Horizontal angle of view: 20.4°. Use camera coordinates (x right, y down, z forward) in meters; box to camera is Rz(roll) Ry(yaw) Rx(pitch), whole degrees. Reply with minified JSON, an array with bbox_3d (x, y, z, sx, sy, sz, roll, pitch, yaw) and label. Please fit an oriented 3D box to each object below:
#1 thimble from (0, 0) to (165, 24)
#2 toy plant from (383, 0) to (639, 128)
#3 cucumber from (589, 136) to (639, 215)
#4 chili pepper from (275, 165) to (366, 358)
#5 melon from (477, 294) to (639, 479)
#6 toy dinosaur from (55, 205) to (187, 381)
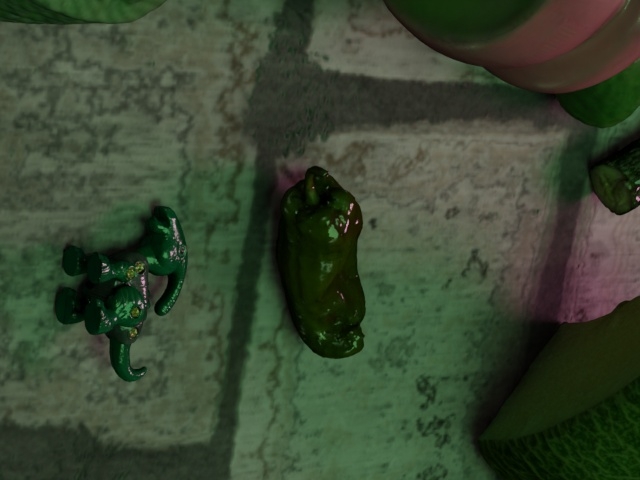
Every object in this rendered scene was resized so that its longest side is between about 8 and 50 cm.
[{"bbox_3d":[-0.165,-0.236,1.085,0.219,0.150,0.219,-6,98,-45],"label":"thimble"},{"bbox_3d":[0.201,-0.240,1.348,0.356,0.211,0.317,2,106,-50],"label":"toy plant"},{"bbox_3d":[0.328,-0.089,1.592,0.187,0.058,0.058,-33,125,-20],"label":"cucumber"},{"bbox_3d":[0.003,-0.001,1.388,0.072,0.073,0.204,-42,142,-36],"label":"chili pepper"},{"bbox_3d":[0.364,0.179,1.592,0.343,0.226,0.331,37,121,-18],"label":"melon"},{"bbox_3d":[-0.140,0.041,1.314,0.096,0.059,0.132,-4,103,-41],"label":"toy dinosaur"}]
